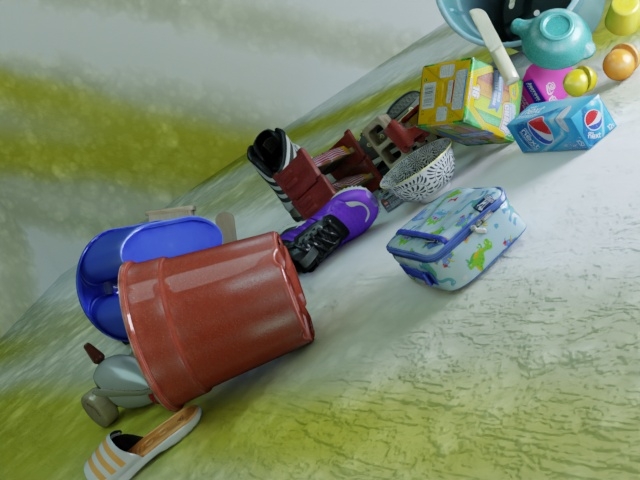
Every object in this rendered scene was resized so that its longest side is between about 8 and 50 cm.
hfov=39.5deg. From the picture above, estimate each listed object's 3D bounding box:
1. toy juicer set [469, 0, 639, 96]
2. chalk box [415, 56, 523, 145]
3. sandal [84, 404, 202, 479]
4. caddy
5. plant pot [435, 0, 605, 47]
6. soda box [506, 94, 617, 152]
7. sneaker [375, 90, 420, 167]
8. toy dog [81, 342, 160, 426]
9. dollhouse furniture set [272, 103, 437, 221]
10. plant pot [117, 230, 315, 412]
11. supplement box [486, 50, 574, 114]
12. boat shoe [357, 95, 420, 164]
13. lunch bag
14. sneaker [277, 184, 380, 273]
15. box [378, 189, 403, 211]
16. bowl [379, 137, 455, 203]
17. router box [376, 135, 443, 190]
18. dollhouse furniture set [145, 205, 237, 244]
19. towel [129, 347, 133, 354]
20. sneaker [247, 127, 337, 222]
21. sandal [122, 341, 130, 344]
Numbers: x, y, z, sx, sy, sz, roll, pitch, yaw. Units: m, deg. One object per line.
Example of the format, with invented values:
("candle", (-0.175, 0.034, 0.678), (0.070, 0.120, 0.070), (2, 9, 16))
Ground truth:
("toy juicer set", (0.460, -0.363, 1.733), (0.329, 0.209, 0.089), (-3, -21, 12))
("chalk box", (0.316, -0.268, 1.791), (0.132, 0.213, 0.132), (1, 82, 50))
("sandal", (-0.327, 0.349, 1.525), (0.265, 0.076, 0.102), (-38, 14, -8))
("caddy", (-0.349, 0.078, 1.887), (0.179, 0.241, 0.341), (-12, 1, 43))
("plant pot", (0.470, -0.562, 1.984), (0.341, 0.341, 0.334), (-29, -15, 25))
("soda box", (0.423, -0.205, 1.583), (0.071, 0.067, 0.210), (-39, 14, -13))
("sneaker", (0.180, -0.295, 2.297), (0.226, 0.086, 0.163), (-54, 10, 10))
("toy dog", (-0.372, 0.255, 1.755), (0.333, 0.161, 0.220), (-26, 18, 34))
("dollhouse furniture set", (0.099, -0.205, 1.933), (0.374, 0.152, 0.201), (-40, -7, 37))
("plant pot", (-0.164, 0.120, 1.514), (0.265, 0.272, 0.272), (-19, 16, 4))
("supplement box", (0.420, -0.328, 1.890), (0.114, 0.111, 0.220), (-43, 16, -25))
("boat shoe", (0.148, -0.242, 2.084), (0.305, 0.091, 0.109), (-24, 15, 42))
("lunch bag", (0.208, -0.005, 1.407), (0.176, 0.090, 0.219), (-41, 14, -8))
("sneaker", (0.000, 0.001, 1.860), (0.293, 0.102, 0.146), (-32, 18, 35))
("box", (0.190, -0.119, 1.922), (0.137, 0.027, 0.094), (-34, 13, 10))
("bowl", (0.210, -0.126, 1.791), (0.170, 0.080, 0.170), (-33, 14, 9))
("router box", (0.213, -0.196, 2.075), (0.179, 0.046, 0.133), (-25, 18, 37))
("dollhouse furniture set", (-0.320, 0.008, 2.260), (0.303, 0.174, 0.355), (-6, 0, 4))
("towel", (-0.304, 0.198, 2.029), (0.325, 0.038, 0.248), (-36, 14, -1))
("sneaker", (-0.043, -0.199, 2.243), (0.169, 0.257, 0.447), (-32, 15, 14))
("sandal", (-0.475, 0.184, 2.278), (0.167, 0.107, 0.446), (-39, 11, -26))
